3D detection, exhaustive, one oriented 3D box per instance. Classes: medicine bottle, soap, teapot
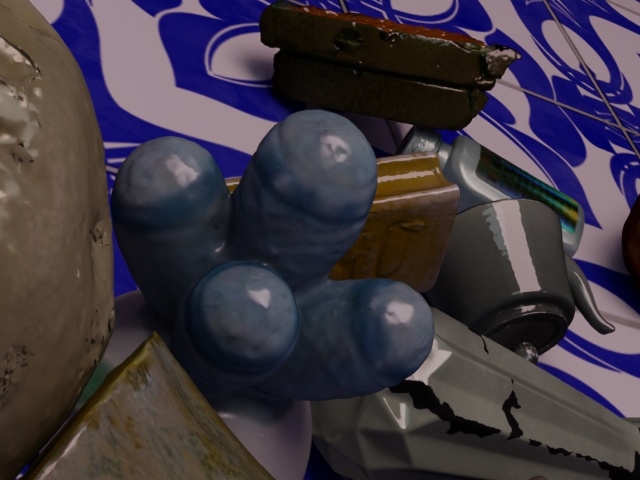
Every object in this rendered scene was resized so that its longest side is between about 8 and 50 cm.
[{"bbox_3d":[0.195,-0.055,1.595,0.229,0.083,0.121,30,31,-8],"label":"medicine bottle"},{"bbox_3d":[0.000,0.000,1.236,0.232,0.140,0.073,-9,45,-21],"label":"soap"},{"bbox_3d":[0.176,0.065,1.367,0.239,0.162,0.149,-1,56,-22],"label":"teapot"}]

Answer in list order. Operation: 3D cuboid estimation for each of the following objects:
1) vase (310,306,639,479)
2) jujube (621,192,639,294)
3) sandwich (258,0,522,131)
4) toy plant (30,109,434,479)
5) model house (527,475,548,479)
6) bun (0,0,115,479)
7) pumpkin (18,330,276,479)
[{"bbox_3d":[0.164,0.165,1.203,0.360,0.165,0.165,20,33,-29],"label":"vase"},{"bbox_3d":[0.496,-0.015,1.737,0.216,0.216,0.342,39,25,8],"label":"jujube"},{"bbox_3d":[0.066,-0.207,1.609,0.292,0.109,0.212,9,12,-8],"label":"sandwich"},{"bbox_3d":[-0.054,0.048,0.973,0.247,0.332,0.247,23,34,-16],"label":"toy plant"},{"bbox_3d":[0.165,0.299,1.038,0.188,0.122,0.229,50,27,16],"label":"model house"},{"bbox_3d":[-0.268,0.010,0.647,0.326,0.362,0.234,49,-8,28],"label":"bun"},{"bbox_3d":[-0.120,0.225,0.697,0.199,0.332,0.332,39,30,-7],"label":"pumpkin"}]
